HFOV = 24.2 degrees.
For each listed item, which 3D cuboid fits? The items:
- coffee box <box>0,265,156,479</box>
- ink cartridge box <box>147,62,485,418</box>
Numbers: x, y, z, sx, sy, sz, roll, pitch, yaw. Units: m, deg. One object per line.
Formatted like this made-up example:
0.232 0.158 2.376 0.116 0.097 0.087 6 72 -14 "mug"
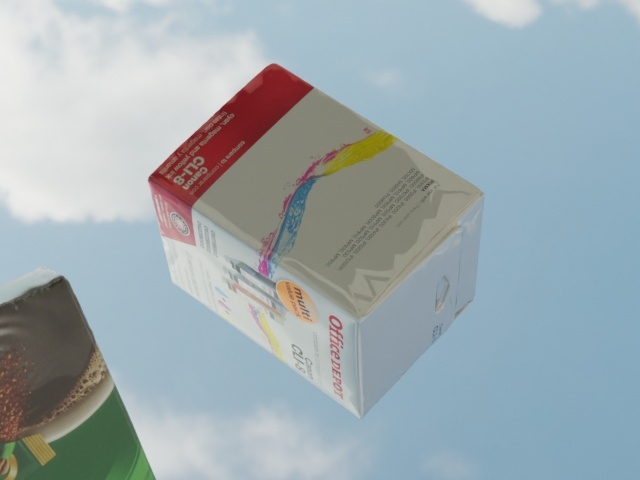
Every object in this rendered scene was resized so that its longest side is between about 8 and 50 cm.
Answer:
-0.095 0.113 0.467 0.113 0.184 0.040 -25 -166 -20 "coffee box"
0.000 0.000 0.973 0.176 0.128 0.127 33 -117 23 "ink cartridge box"
